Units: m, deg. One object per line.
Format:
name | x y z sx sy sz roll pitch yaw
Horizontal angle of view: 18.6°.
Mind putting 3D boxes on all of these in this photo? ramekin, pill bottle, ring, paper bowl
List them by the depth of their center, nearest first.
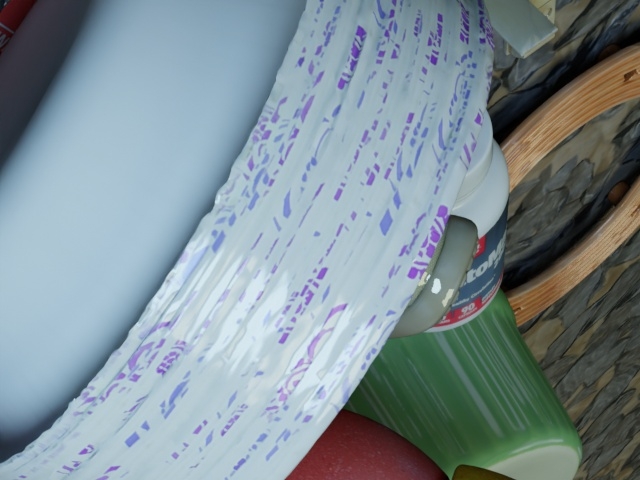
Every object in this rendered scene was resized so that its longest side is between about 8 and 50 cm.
paper bowl | -0.067 -0.023 0.814 0.148 0.284 0.284 31 111 -19
pill bottle | 0.071 -0.024 1.294 0.108 0.108 0.180 -36 155 -15
ramekin | 0.053 0.177 1.499 0.303 0.148 0.303 -28 156 -14
ring | 0.187 -0.038 1.541 0.336 0.032 0.336 -35 156 -18

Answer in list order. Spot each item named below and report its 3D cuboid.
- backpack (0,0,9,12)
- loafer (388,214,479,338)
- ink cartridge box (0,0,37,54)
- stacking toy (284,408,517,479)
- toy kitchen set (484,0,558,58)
backpack | -0.169 -0.155 0.655 0.158 0.117 0.173 9 128 -8
loafer | -0.004 0.016 1.206 0.268 0.092 0.102 -24 -145 57
ink cartridge box | -0.088 -0.181 0.847 0.261 0.066 0.296 -46 156 4
stacking toy | 0.052 0.243 1.166 0.350 0.480 0.350 8 90 -80
toy kitchen set | 0.119 -0.130 1.239 0.083 0.068 0.075 -36 155 -14
